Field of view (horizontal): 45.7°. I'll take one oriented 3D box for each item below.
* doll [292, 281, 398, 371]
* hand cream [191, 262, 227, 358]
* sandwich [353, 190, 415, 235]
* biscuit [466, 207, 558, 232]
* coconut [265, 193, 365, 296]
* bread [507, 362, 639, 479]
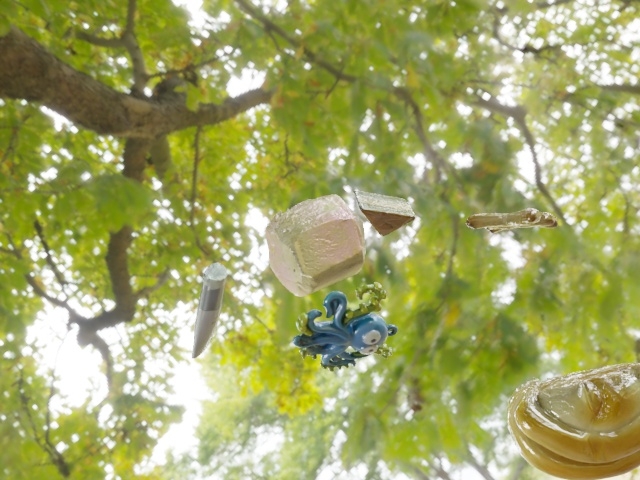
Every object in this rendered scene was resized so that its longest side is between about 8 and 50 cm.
[{"bbox_3d":[0.082,0.287,2.300,0.341,0.099,0.346,-9,-49,-18],"label":"doll"},{"bbox_3d":[-0.234,0.151,1.591,0.079,0.048,0.255,-48,-16,-45],"label":"hand cream"},{"bbox_3d":[0.176,-0.097,2.081,0.113,0.079,0.163,-28,-37,12],"label":"sandwich"},{"bbox_3d":[0.524,-0.054,2.082,0.164,0.207,0.047,5,-98,-50],"label":"biscuit"},{"bbox_3d":[0.000,0.000,1.909,0.245,0.233,0.233,-28,-32,-25],"label":"coconut"},{"bbox_3d":[0.707,0.439,1.997,0.423,0.329,0.245,-12,-47,0],"label":"bread"}]
